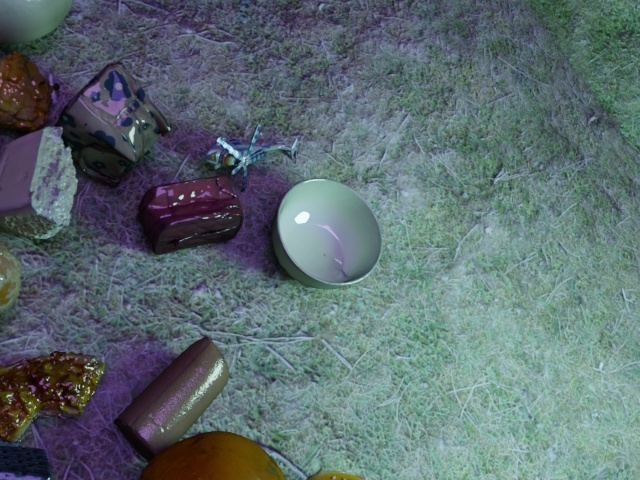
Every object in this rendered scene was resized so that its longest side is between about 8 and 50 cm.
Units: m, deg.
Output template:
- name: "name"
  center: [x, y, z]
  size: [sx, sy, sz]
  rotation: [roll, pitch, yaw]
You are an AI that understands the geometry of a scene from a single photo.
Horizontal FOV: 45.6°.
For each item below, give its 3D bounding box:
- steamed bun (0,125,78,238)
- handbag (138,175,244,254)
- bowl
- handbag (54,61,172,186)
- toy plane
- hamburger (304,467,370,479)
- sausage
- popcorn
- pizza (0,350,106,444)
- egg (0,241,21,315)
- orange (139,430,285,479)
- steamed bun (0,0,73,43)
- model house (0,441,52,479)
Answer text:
- name: "steamed bun"
  center: [-0.582, -0.114, 1.591]
  size: [0.170, 0.200, 0.225]
  rotation: [42, 46, -48]
- name: "handbag"
  center: [-0.291, -0.057, 1.725]
  size: [0.225, 0.146, 0.135]
  rotation: [-11, 67, -29]
- name: "bowl"
  center: [0.000, 0.000, 1.840]
  size: [0.277, 0.145, 0.277]
  rotation: [10, 62, -20]
- name: "handbag"
  center: [-0.459, -0.245, 1.677]
  size: [0.193, 0.251, 0.190]
  rotation: [43, 62, -14]
- name: "toy plane"
  center: [-0.171, -0.231, 1.878]
  size: [0.107, 0.182, 0.273]
  rotation: [32, 49, 29]
- name: "hamburger"
  center: [0.031, 0.588, 1.580]
  size: [0.237, 0.147, 0.236]
  rotation: [9, 63, -19]
- name: "sausage"
  center: [-0.292, 0.323, 1.560]
  size: [0.123, 0.123, 0.253]
  rotation: [45, 57, -1]
- name: "popcorn"
  center: [-0.661, -0.320, 1.666]
  size: [0.170, 0.180, 0.180]
  rotation: [-8, 70, -14]
- name: "pizza"
  center: [-0.547, 0.286, 1.448]
  size: [0.305, 0.085, 0.161]
  rotation: [-14, 46, -41]
- name: "egg"
  center: [-0.688, 0.080, 1.439]
  size: [0.233, 0.195, 0.195]
  rotation: [-27, 81, -31]
- name: "orange"
  center: [-0.203, 0.509, 1.411]
  size: [0.312, 0.312, 0.312]
  rotation: [11, 63, -22]
- name: "steamed bun"
  center: [-0.722, -0.591, 1.724]
  size: [0.324, 0.206, 0.324]
  rotation: [11, 61, -20]
- name: "model house"
  center: [-0.651, 0.456, 1.264]
  size: [0.360, 0.297, 0.339]
  rotation: [12, 26, -21]
